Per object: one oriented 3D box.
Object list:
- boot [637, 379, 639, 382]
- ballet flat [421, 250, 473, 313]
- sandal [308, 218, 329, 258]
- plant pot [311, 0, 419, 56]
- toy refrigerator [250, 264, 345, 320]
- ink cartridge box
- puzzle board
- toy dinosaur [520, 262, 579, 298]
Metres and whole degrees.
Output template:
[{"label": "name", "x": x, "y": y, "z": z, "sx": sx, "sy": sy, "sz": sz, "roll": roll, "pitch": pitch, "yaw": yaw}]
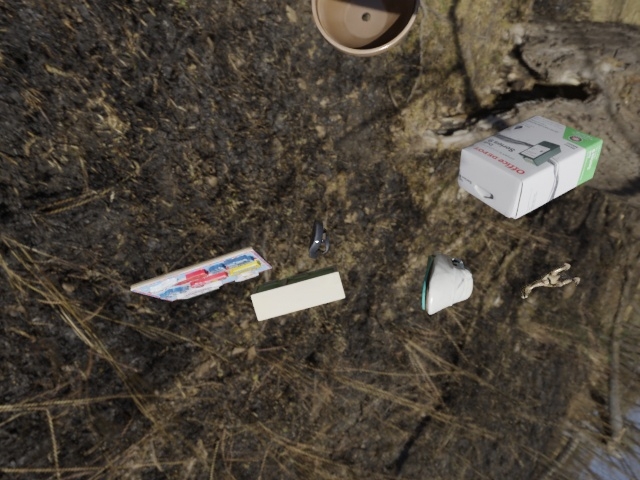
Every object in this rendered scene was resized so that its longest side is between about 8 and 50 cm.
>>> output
[{"label": "boot", "x": 0.656, "y": 0.218, "z": 0.718, "sx": 0.198, "sy": 0.137, "sz": 0.077, "roll": -51, "pitch": 139, "yaw": 10}, {"label": "ballet flat", "x": 0.349, "y": 0.101, "z": 1.180, "sx": 0.139, "sy": 0.139, "sz": 0.400, "roll": -69, "pitch": 168, "yaw": 13}, {"label": "sandal", "x": 0.000, "y": -0.001, "z": 1.242, "sx": 0.254, "sy": 0.055, "sz": 0.097, "roll": 97, "pitch": 4, "yaw": -83}, {"label": "plant pot", "x": 0.105, "y": -0.533, "z": 1.001, "sx": 0.237, "sy": 0.237, "sz": 0.110, "roll": -65, "pitch": 174, "yaw": 7}, {"label": "toy refrigerator", "x": -0.069, "y": 0.154, "z": 1.334, "sx": 0.270, "sy": 0.102, "sz": 0.094, "roll": -16, "pitch": 99, "yaw": 2}, {"label": "ink cartridge box", "x": 0.547, "y": -0.203, "z": 1.157, "sx": 0.289, "sy": 0.211, "sz": 0.121, "roll": -26, "pitch": 133, "yaw": -18}, {"label": "puzzle board", "x": -0.122, "y": 0.041, "z": 0.472, "sx": 0.128, "sy": 0.011, "sz": 0.096, "roll": -18, "pitch": 164, "yaw": 1}, {"label": "toy dinosaur", "x": 0.534, "y": 0.085, "z": 0.995, "sx": 0.183, "sy": 0.053, "sz": 0.092, "roll": -11, "pitch": 169, "yaw": -25}]
